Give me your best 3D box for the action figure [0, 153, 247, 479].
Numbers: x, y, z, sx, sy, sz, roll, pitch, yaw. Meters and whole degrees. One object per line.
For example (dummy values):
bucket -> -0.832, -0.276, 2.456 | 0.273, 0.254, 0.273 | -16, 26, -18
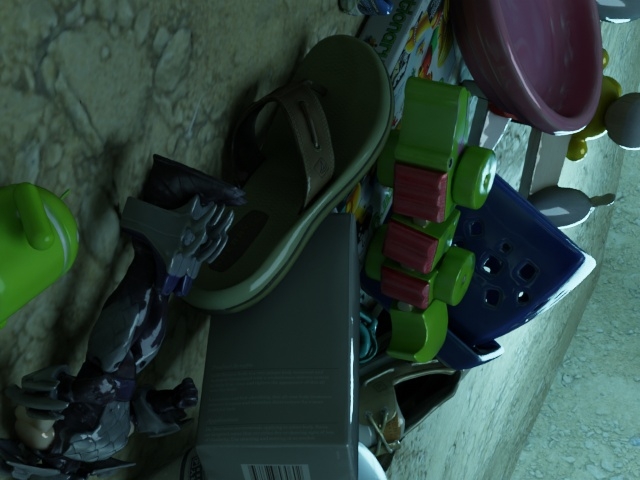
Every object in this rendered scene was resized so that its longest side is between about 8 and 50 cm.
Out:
action figure -> -0.144, 0.082, 0.764 | 0.285, 0.099, 0.185 | -67, 166, -3

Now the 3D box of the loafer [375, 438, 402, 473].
loafer -> 0.086, 0.318, 1.601 | 0.148, 0.050, 0.056 | -60, 158, 14

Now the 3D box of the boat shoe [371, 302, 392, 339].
boat shoe -> 0.152, 0.144, 1.528 | 0.340, 0.113, 0.127 | 3, 105, -68

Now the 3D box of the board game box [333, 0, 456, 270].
board game box -> 0.067, -0.140, 1.166 | 0.305, 0.053, 0.193 | -64, 159, -19

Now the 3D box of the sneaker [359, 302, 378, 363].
sneaker -> 0.012, 0.107, 1.152 | 0.275, 0.110, 0.107 | 17, 91, -70

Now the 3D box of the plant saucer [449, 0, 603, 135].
plant saucer -> 0.253, -0.290, 1.317 | 0.332, 0.084, 0.332 | 19, 66, -51

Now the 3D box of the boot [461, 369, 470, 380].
boot -> 0.248, 0.195, 1.855 | 0.176, 0.088, 0.244 | 85, 27, -49

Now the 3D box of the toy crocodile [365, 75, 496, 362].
toy crocodile -> 0.110, -0.017, 1.136 | 0.105, 0.115, 0.340 | -48, 151, -47

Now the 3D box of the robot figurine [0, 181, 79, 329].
robot figurine -> -0.191, 0.008, 0.622 | 0.101, 0.067, 0.115 | -53, 175, 40

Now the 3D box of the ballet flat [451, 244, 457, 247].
ballet flat -> 0.221, -0.042, 1.612 | 0.073, 0.067, 0.206 | -29, 133, -59

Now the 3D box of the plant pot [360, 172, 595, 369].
plant pot -> 0.186, 0.027, 1.323 | 0.212, 0.236, 0.236 | -50, 165, 11

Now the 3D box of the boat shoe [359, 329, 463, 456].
boat shoe -> 0.056, 0.207, 1.284 | 0.302, 0.103, 0.113 | -36, 132, -36

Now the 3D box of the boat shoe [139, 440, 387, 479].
boat shoe -> -0.061, 0.274, 1.063 | 0.367, 0.156, 0.136 | 21, 52, -58

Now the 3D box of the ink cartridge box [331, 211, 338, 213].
ink cartridge box -> 0.000, 0.000, 1.099 | 0.029, 0.063, 0.115 | -62, 158, -18

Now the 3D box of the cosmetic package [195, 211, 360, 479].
cosmetic package -> -0.029, 0.094, 0.907 | 0.107, 0.127, 0.238 | 81, 11, -49

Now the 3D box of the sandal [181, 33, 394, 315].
sandal -> -0.030, -0.072, 0.904 | 0.303, 0.120, 0.086 | -60, 142, -28

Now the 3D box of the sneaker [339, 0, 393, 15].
sneaker -> 0.063, -0.285, 1.032 | 0.052, 0.058, 0.135 | -26, 130, -62

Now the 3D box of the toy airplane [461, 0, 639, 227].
toy airplane -> 0.378, -0.207, 1.584 | 0.384, 0.272, 0.386 | -60, 156, -28
